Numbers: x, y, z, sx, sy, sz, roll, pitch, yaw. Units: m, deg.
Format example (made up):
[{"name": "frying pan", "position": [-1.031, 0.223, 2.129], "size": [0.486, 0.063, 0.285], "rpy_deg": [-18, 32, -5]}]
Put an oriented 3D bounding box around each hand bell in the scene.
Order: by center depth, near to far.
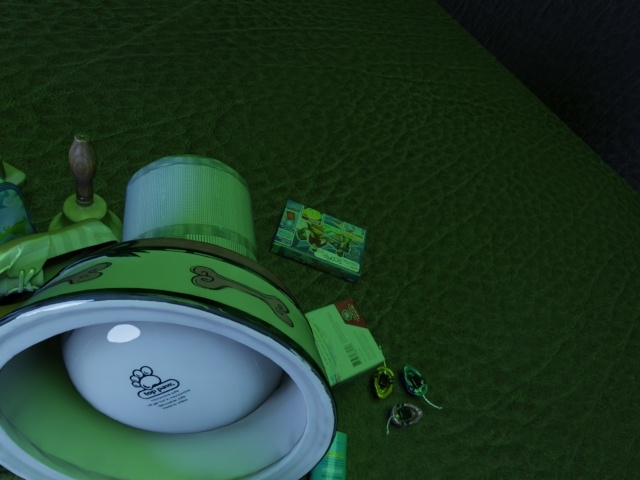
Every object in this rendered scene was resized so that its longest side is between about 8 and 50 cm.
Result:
[{"name": "hand bell", "position": [-0.387, -0.080, 0.726], "size": [0.126, 0.242, 0.126], "rpy_deg": [13, 52, -17]}]

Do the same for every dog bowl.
[{"name": "dog bowl", "position": [-0.186, 0.171, 0.552], "size": [0.409, 0.407, 0.150], "rpy_deg": [16, 34, -14]}]

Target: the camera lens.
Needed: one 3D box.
[{"name": "camera lens", "position": [-0.220, 0.010, 0.753], "size": [0.220, 0.219, 0.274], "rpy_deg": [4, 55, -23]}]

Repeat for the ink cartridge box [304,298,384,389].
[{"name": "ink cartridge box", "position": [-0.011, 0.203, 0.767], "size": [0.176, 0.127, 0.128], "rpy_deg": [-13, 63, -33]}]

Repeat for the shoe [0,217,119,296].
[{"name": "shoe", "position": [-0.401, 0.028, 0.651], "size": [0.058, 0.076, 0.219], "rpy_deg": [37, 39, 12]}]

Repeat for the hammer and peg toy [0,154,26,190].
[{"name": "hammer and peg toy", "position": [-0.670, -0.044, 0.644], "size": [0.266, 0.127, 0.361], "rpy_deg": [29, 49, -5]}]

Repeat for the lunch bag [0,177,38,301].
[{"name": "lunch bag", "position": [-0.496, 0.015, 0.619], "size": [0.090, 0.218, 0.176], "rpy_deg": [31, 49, 6]}]

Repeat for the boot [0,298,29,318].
[{"name": "boot", "position": [-0.435, 0.093, 0.534], "size": [0.153, 0.072, 0.197], "rpy_deg": [22, 17, -1]}]

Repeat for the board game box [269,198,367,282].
[{"name": "board game box", "position": [0.000, 0.000, 0.986], "size": [0.202, 0.035, 0.136], "rpy_deg": [22, 49, -9]}]

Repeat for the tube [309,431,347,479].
[{"name": "tube", "position": [0.008, 0.407, 0.682], "size": [0.080, 0.052, 0.206], "rpy_deg": [10, 58, -6]}]

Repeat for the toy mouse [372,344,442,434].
[{"name": "toy mouse", "position": [0.162, 0.299, 0.841], "size": [0.143, 0.031, 0.160], "rpy_deg": [21, 50, -9]}]
